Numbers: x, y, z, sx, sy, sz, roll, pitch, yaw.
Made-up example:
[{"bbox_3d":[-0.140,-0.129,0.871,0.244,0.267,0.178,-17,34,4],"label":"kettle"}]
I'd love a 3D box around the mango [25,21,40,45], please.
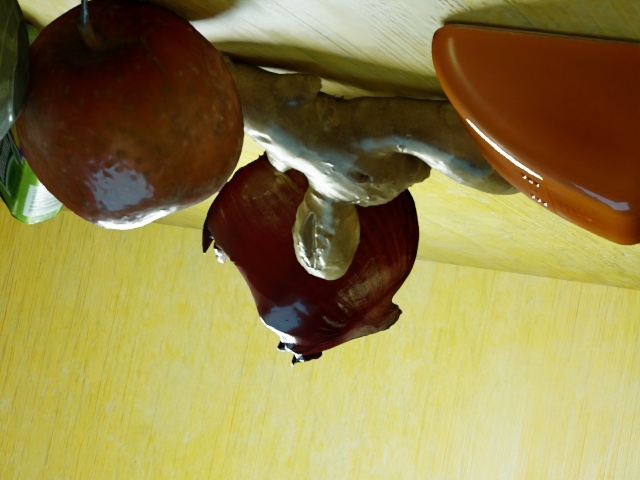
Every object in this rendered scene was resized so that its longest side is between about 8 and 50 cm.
[{"bbox_3d":[-0.419,-0.229,1.427,0.195,0.091,0.130,-1,167,24],"label":"mango"}]

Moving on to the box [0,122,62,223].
[{"bbox_3d":[-0.397,-0.134,1.660,0.097,0.134,0.345,-23,172,-23],"label":"box"}]

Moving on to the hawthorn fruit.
[{"bbox_3d":[-0.210,-0.142,1.242,0.235,0.263,0.231,-29,-165,21],"label":"hawthorn fruit"}]

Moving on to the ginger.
[{"bbox_3d":[0.047,-0.116,1.407,0.363,0.122,0.348,-18,133,34],"label":"ginger"}]

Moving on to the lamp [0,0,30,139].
[{"bbox_3d":[-0.384,-0.179,1.088,0.233,0.233,0.265,12,161,-8],"label":"lamp"}]

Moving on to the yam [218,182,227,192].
[{"bbox_3d":[-0.243,-0.142,1.750,0.238,0.128,0.129,16,-147,-39],"label":"yam"}]

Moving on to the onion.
[{"bbox_3d":[-0.004,-0.005,1.764,0.341,0.341,0.341,11,174,1],"label":"onion"}]

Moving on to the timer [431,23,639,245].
[{"bbox_3d":[0.236,-0.119,1.174,0.250,0.161,0.257,25,179,17],"label":"timer"}]
